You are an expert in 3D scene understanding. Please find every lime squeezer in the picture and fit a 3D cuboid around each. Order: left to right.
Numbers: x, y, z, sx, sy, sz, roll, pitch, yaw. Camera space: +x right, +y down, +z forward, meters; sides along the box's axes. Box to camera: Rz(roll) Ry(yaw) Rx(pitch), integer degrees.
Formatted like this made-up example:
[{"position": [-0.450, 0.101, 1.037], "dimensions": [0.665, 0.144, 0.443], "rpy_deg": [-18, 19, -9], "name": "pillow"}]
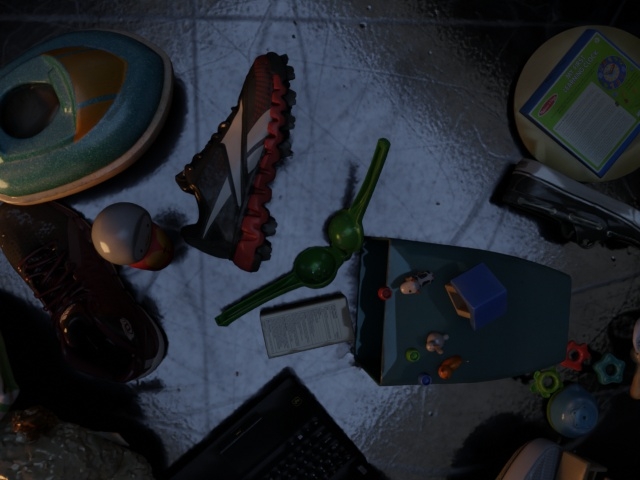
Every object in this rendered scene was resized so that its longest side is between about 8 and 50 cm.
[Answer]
[{"position": [0.000, 0.000, 0.879], "dimensions": [0.110, 0.059, 0.310], "rpy_deg": [27, 115, -39], "name": "lime squeezer"}]

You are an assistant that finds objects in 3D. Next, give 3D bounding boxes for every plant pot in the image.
[{"position": [0.174, 0.084, 0.872], "dimensions": [0.234, 0.166, 0.166], "rpy_deg": [3, 91, -7], "name": "plant pot"}]

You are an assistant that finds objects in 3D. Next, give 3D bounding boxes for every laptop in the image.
[{"position": [-0.035, 0.352, 0.869], "dimensions": [0.234, 0.136, 0.264], "rpy_deg": [-40, 102, -3], "name": "laptop"}]

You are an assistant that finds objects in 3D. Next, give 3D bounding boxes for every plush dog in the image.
[{"position": [-0.336, 0.312, 0.784], "dimensions": [0.262, 0.210, 0.225], "rpy_deg": [17, 63, -1], "name": "plush dog"}]

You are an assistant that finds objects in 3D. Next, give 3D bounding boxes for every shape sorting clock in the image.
[{"position": [0.359, -0.180, 0.937], "dimensions": [0.206, 0.040, 0.206], "rpy_deg": [0, 94, -1], "name": "shape sorting clock"}]

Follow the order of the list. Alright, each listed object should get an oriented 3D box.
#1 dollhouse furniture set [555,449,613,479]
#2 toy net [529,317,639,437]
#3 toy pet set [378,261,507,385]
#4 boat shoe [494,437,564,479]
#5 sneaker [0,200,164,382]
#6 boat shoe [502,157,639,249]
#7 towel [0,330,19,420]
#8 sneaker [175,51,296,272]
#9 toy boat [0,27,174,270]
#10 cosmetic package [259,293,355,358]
[{"position": [0.321, 0.350, 0.798], "dimensions": [0.101, 0.182, 0.161], "rpy_deg": [14, 93, -33], "name": "dollhouse furniture set"}, {"position": [0.389, 0.159, 0.946], "dimensions": [0.232, 0.045, 0.122], "rpy_deg": [-37, 91, -4], "name": "toy net"}, {"position": [0.141, 0.084, 0.754], "dimensions": [0.114, 0.065, 0.122], "rpy_deg": [-27, 97, -9], "name": "toy pet set"}, {"position": [0.217, 0.387, 0.908], "dimensions": [0.109, 0.094, 0.302], "rpy_deg": [27, 86, -33], "name": "boat shoe"}, {"position": [-0.294, 0.056, 0.836], "dimensions": [0.106, 0.162, 0.281], "rpy_deg": [-42, 94, -2], "name": "sneaker"}, {"position": [0.343, -0.028, 0.925], "dimensions": [0.219, 0.078, 0.070], "rpy_deg": [27, 88, 4], "name": "boat shoe"}, {"position": [-0.484, 0.224, 0.807], "dimensions": [0.325, 0.248, 0.038], "rpy_deg": [-45, 133, -3], "name": "towel"}, {"position": [-0.107, -0.104, 0.878], "dimensions": [0.135, 0.097, 0.276], "rpy_deg": [11, 91, -6], "name": "sneaker"}, {"position": [-0.266, -0.104, 0.817], "dimensions": [0.267, 0.148, 0.318], "rpy_deg": [-32, 77, -1], "name": "toy boat"}, {"position": [-0.018, 0.110, 0.916], "dimensions": [0.115, 0.041, 0.060], "rpy_deg": [-11, 92, -4], "name": "cosmetic package"}]
